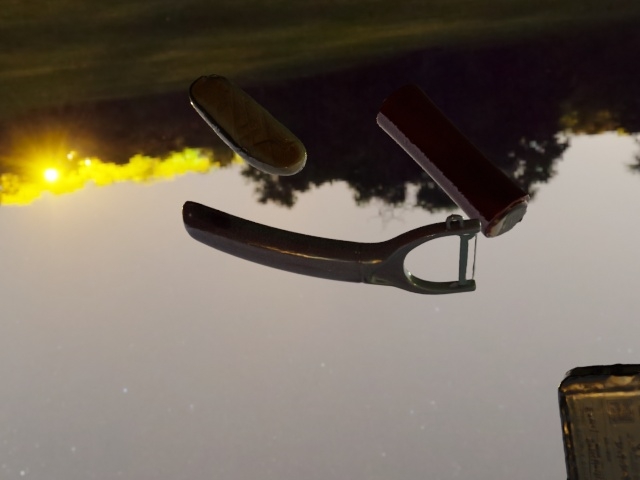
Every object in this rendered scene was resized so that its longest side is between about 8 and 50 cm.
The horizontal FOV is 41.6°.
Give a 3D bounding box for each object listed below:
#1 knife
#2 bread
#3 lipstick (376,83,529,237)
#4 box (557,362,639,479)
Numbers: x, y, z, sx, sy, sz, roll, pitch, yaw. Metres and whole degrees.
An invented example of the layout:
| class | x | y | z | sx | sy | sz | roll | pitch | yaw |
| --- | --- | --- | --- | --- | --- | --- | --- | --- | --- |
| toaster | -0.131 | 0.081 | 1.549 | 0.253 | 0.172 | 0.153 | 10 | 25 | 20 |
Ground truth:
| class | x | y | z | sx | sy | sz | roll | pitch | yaw |
| --- | --- | --- | --- | --- | --- | --- | --- | --- | --- |
| knife | -0.001 | 0.002 | 0.745 | 0.278 | 0.123 | 0.053 | 8 | -125 | 13 |
| bread | -0.100 | -0.151 | 1.144 | 0.073 | 0.053 | 0.214 | -44 | -114 | -10 |
| lipstick | 0.174 | -0.109 | 1.126 | 0.080 | 0.080 | 0.241 | -17 | -123 | -41 |
| box | 0.401 | 0.318 | 0.981 | 0.211 | 0.350 | 0.058 | -6 | -177 | 27 |
